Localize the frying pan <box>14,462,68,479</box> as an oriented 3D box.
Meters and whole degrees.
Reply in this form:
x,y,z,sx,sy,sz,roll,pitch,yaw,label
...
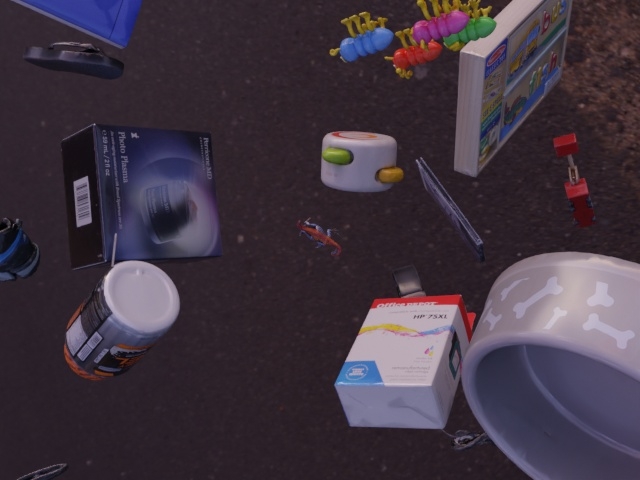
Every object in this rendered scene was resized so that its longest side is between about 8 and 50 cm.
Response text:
x,y,z,sx,sy,sz,roll,pitch,yaw,label
-0.577,0.431,1.223,0.326,0.197,0.053,-15,111,4,frying pan

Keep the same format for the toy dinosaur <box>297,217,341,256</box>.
x,y,z,sx,sy,sz,roll,pitch,yaw,label
0.000,0.000,1.441,0.082,0.090,0.047,37,109,17,toy dinosaur

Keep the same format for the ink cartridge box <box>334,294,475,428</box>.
x,y,z,sx,sy,sz,roll,pitch,yaw,label
0.123,0.147,1.073,0.134,0.231,0.078,-5,121,26,ink cartridge box

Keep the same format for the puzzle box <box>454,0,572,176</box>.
x,y,z,sx,sy,sz,roll,pitch,yaw,label
0.388,-0.344,1.555,0.052,0.409,0.272,23,141,28,puzzle box

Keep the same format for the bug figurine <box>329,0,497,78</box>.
x,y,z,sx,sy,sz,roll,pitch,yaw,label
0.156,-0.321,1.252,0.216,0.279,0.072,-13,90,33,bug figurine

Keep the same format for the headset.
x,y,z,sx,sy,sz,roll,pitch,yaw,label
0.246,0.226,1.575,0.185,0.243,0.394,-16,59,4,headset

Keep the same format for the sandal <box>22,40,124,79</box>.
x,y,z,sx,sy,sz,roll,pitch,yaw,label
-0.480,-0.357,1.510,0.255,0.097,0.054,15,88,31,sandal

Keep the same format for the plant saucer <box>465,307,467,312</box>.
x,y,z,sx,sy,sz,roll,pitch,yaw,label
0.256,0.151,1.603,0.084,0.013,0.083,-13,55,19,plant saucer

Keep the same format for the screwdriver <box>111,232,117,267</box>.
x,y,z,sx,sy,sz,roll,pitch,yaw,label
-0.360,0.071,1.359,0.025,0.024,0.169,3,81,34,screwdriver

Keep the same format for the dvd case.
x,y,z,sx,sy,sz,roll,pitch,yaw,label
0.273,-0.060,1.645,0.018,0.164,0.221,-33,71,3,dvd case

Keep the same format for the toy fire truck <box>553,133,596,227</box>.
x,y,z,sx,sy,sz,roll,pitch,yaw,label
0.549,-0.126,1.694,0.047,0.192,0.135,-13,58,20,toy fire truck

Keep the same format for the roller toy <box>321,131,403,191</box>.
x,y,z,sx,sy,sz,roll,pitch,yaw,label
0.101,-0.198,2.026,0.210,0.191,0.146,1,106,-6,roller toy

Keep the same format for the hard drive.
x,y,z,sx,sy,sz,roll,pitch,yaw,label
-0.416,-0.456,1.198,0.040,0.319,0.210,8,80,59,hard drive

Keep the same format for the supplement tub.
x,y,z,sx,sy,sz,roll,pitch,yaw,label
-0.288,0.120,1.114,0.190,0.117,0.117,-43,67,43,supplement tub

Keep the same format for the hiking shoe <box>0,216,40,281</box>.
x,y,z,sx,sy,sz,roll,pitch,yaw,label
-0.704,0.026,1.508,0.132,0.304,0.113,82,170,-48,hiking shoe

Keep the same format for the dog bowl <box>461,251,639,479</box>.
x,y,z,sx,sy,sz,roll,pitch,yaw,label
0.303,0.176,0.820,0.349,0.102,0.348,31,149,21,dog bowl

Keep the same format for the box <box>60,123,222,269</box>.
x,y,z,sx,sy,sz,roll,pitch,yaw,label
-0.395,-0.094,1.760,0.183,0.294,0.296,-10,84,48,box
